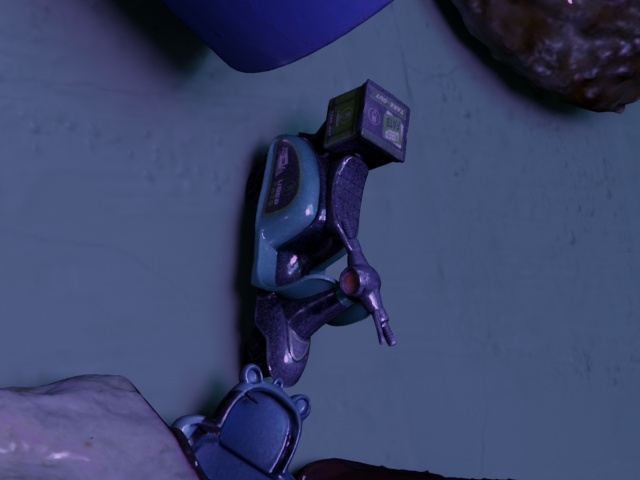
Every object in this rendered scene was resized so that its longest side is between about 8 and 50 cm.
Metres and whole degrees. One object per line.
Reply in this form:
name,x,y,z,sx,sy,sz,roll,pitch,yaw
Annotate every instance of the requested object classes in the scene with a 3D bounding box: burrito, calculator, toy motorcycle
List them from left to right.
burrito,-0.158,0.115,0.555,0.229,0.144,0.089,2,117,-39
calculator,-0.051,0.134,0.698,0.094,0.019,0.141,40,67,-30
toy motorcycle,0.000,0.000,0.761,0.058,0.100,0.173,30,55,-36

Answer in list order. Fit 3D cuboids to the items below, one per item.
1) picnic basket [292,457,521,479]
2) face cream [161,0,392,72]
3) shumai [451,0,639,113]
picnic basket,0.087,0.267,0.734,0.222,0.129,0.297,18,65,-43
face cream,-0.034,-0.250,0.703,0.225,0.249,0.249,44,49,-25
shumai,0.266,-0.312,0.977,0.395,0.348,0.395,12,71,-41
